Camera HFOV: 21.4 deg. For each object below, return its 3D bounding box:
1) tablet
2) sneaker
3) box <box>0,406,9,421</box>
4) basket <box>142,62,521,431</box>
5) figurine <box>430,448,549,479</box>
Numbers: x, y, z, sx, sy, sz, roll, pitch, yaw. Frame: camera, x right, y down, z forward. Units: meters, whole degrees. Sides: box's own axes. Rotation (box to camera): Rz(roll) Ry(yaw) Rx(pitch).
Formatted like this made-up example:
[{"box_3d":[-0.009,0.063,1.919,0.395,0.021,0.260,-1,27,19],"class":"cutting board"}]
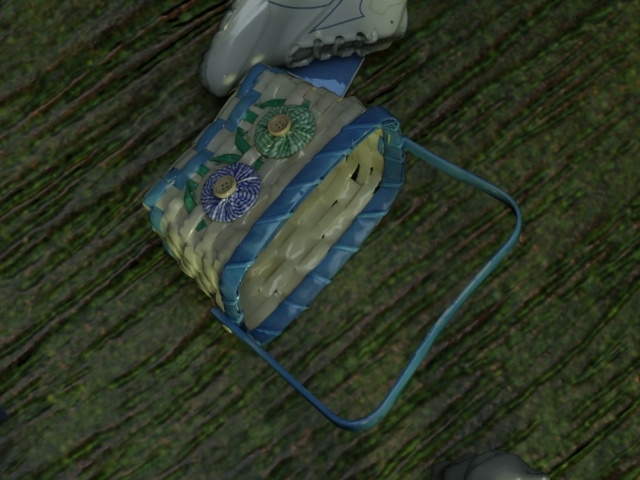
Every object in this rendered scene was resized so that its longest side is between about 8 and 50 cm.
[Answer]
[{"box_3d":[-0.004,-0.178,1.660,0.083,0.006,0.054,28,77,4],"class":"tablet"},{"box_3d":[0.011,-0.224,1.618,0.297,0.111,0.129,-38,89,-14],"class":"sneaker"},{"box_3d":[-0.382,0.199,1.483,0.225,0.136,0.036,-21,78,-8],"class":"box"},{"box_3d":[0.000,0.000,1.519,0.289,0.201,0.255,35,76,15],"class":"basket"},{"box_3d":[0.087,0.237,1.465,0.214,0.209,0.092,-16,79,-7],"class":"figurine"}]
